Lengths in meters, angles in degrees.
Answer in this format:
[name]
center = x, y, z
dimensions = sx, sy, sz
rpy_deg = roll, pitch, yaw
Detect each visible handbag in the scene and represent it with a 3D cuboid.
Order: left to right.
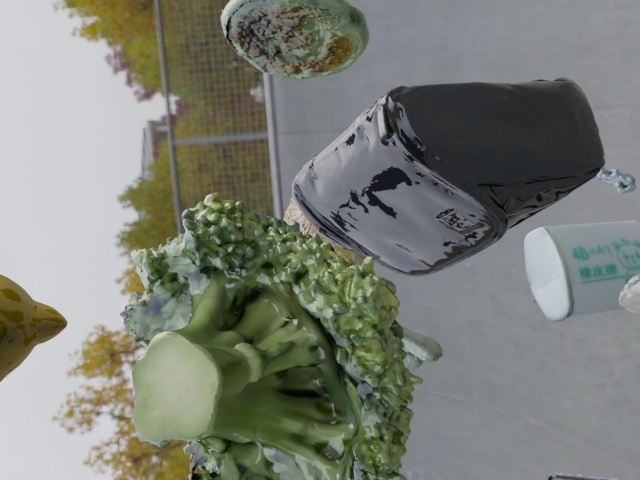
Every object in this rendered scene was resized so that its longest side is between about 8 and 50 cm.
[handbag]
center = 0.134, -0.058, 0.881
dimensions = 0.302, 0.275, 0.177
rpy_deg = -32, 75, 59

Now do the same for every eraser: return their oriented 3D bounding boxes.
[eraser]
center = 0.562, 0.058, 1.548
dimensions = 0.104, 0.290, 0.189
rpy_deg = -44, 56, 54

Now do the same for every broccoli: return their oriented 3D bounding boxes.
[broccoli]
center = -0.042, 0.099, 0.632
dimensions = 0.235, 0.288, 0.259
rpy_deg = -58, -18, -25

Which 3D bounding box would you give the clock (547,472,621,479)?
[clock]
center = 0.463, 0.498, 1.334
dimensions = 0.193, 0.145, 0.073
rpy_deg = -36, -61, -56

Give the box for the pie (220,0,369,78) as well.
[pie]
center = -0.042, -0.333, 1.212
dimensions = 0.240, 0.241, 0.054
rpy_deg = 80, -167, -69

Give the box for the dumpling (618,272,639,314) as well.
[dumpling]
center = 0.645, 0.110, 1.145
dimensions = 0.260, 0.341, 0.181
rpy_deg = 43, -150, -64

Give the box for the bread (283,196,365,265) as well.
[bread]
center = 0.000, 0.000, 1.654
dimensions = 0.305, 0.159, 0.305
rpy_deg = -177, 90, -78

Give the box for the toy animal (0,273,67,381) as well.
[toy animal]
center = -0.395, 0.139, 0.803
dimensions = 0.229, 0.156, 0.156
rpy_deg = -62, -12, -15

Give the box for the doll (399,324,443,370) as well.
[doll]
center = 0.123, 0.177, 1.278
dimensions = 0.214, 0.104, 0.071
rpy_deg = -5, 58, 65

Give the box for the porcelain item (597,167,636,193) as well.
[porcelain item]
center = 0.521, -0.111, 1.340
dimensions = 0.028, 0.083, 0.036
rpy_deg = -14, -47, -48
